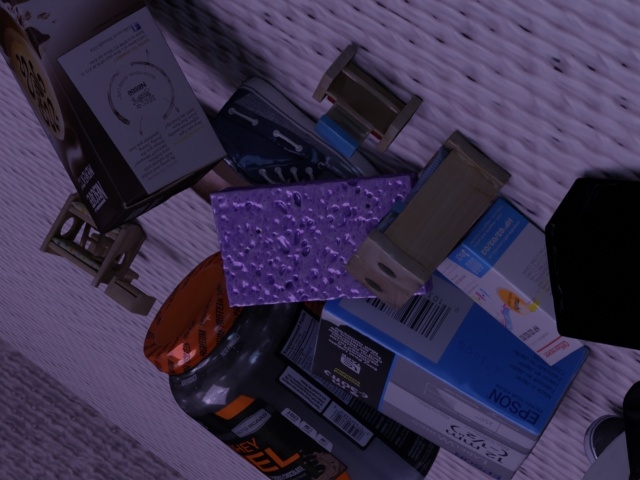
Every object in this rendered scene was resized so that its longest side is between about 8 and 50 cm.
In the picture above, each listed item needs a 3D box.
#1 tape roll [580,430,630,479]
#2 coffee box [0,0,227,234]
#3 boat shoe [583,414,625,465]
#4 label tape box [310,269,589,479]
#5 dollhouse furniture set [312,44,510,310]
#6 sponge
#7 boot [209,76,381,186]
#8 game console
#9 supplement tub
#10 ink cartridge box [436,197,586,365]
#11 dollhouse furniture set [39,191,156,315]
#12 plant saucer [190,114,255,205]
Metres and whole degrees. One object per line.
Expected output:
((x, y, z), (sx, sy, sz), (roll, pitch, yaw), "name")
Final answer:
((0.344, 0.277, 1.633), (0.286, 0.286, 0.100), (27, 174, 38), "tape roll")
((-0.225, -0.170, 1.900), (0.297, 0.119, 0.168), (61, 162, 1), "coffee box")
((0.362, 0.264, 1.957), (0.228, 0.080, 0.076), (50, 164, -5), "boat shoe")
((0.123, 0.144, 2.048), (0.249, 0.115, 0.347), (30, 160, 7), "label tape box")
((0.047, -0.053, 1.738), (0.184, 0.129, 0.129), (39, 163, 1), "dollhouse furniture set")
((0.000, 0.000, 1.869), (0.210, 0.031, 0.117), (-5, 99, 21), "sponge")
((-0.026, -0.074, 1.918), (0.190, 0.086, 0.069), (38, 163, 11), "boot")
((0.271, 0.130, 1.545), (0.213, 0.044, 0.361), (9, 109, 61), "game console")
((-0.032, 0.174, 2.298), (0.338, 0.207, 0.207), (40, 164, -19), "supplement tub")
((0.203, 0.052, 1.778), (0.181, 0.061, 0.104), (40, 163, 2), "ink cartridge box")
((-0.267, 0.023, 2.736), (0.182, 0.101, 0.161), (32, -174, 25), "dollhouse furniture set")
((-0.113, -0.085, 2.166), (0.198, 0.036, 0.198), (36, 162, 14), "plant saucer")
